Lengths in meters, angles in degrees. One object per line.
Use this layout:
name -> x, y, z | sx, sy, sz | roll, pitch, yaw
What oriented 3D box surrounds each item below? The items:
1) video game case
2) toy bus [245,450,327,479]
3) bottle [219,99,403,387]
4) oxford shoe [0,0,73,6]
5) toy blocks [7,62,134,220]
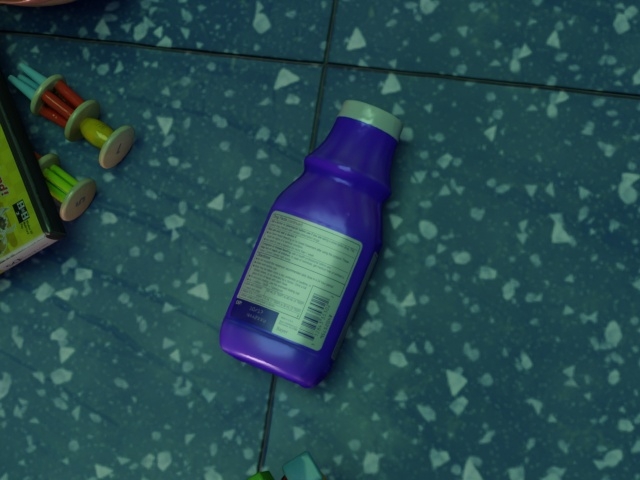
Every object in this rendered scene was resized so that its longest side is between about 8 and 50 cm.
video game case -> -0.418, -0.068, 1.631 | 0.248, 0.035, 0.275 | -29, 73, 16
toy bus -> -0.064, 0.294, 1.444 | 0.202, 0.191, 0.104 | -31, 75, 2
bottle -> 0.000, 0.000, 1.546 | 0.118, 0.092, 0.283 | 20, 82, 12
oxford shoe -> -0.385, -0.313, 1.668 | 0.397, 0.146, 0.141 | 19, 100, 29
toy blocks -> -0.288, -0.109, 1.637 | 0.148, 0.054, 0.123 | 36, 88, 16
